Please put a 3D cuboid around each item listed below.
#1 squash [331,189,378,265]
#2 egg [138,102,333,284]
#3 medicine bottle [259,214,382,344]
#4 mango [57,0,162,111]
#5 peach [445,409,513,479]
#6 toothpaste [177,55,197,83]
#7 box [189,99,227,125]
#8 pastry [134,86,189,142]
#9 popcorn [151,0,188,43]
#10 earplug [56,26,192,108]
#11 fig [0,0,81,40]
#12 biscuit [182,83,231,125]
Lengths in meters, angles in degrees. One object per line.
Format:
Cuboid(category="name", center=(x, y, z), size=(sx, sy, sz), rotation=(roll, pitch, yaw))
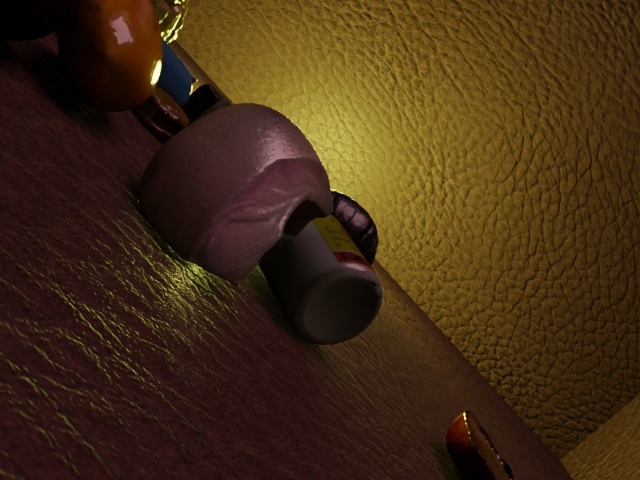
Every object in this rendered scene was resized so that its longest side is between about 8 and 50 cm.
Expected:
Cuboid(category="squash", center=(0.002, -0.004, 1.292), size=(0.193, 0.193, 0.156), rotation=(49, 38, 10))
Cuboid(category="egg", center=(-0.095, -0.085, 0.916), size=(0.206, 0.161, 0.271), rotation=(37, 18, 13))
Cuboid(category="medicine bottle", center=(-0.013, 0.035, 1.095), size=(0.139, 0.139, 0.225), rotation=(43, 8, -40))
Cuboid(category="mango", center=(-0.275, -0.256, 0.992), size=(0.138, 0.187, 0.257), rotation=(6, 31, -19))
Cuboid(category="peach", center=(0.264, 0.377, 1.239), size=(0.189, 0.068, 0.279), rotation=(60, 9, 27))
Cuboid(category="toothpaste", center=(-0.366, -0.368, 1.398), size=(0.067, 0.081, 0.336), rotation=(52, 11, 32))
Cuboid(category="box", center=(-0.181, -0.163, 1.315), size=(0.036, 0.115, 0.177), rotation=(44, 6, -47))
Cuboid(category="pastry", center=(-0.271, -0.215, 1.284), size=(0.109, 0.057, 0.097), rotation=(48, 7, 12))
Cuboid(category="popcorn", center=(-0.391, -0.518, 1.516), size=(0.237, 0.293, 0.293), rotation=(13, 31, -47))
Cuboid(category="earplug", center=(-0.320, -0.318, 1.312), size=(0.132, 0.132, 0.273), rotation=(51, 3, 30))
Cuboid(category="fig", center=(-0.352, -0.331, 0.813), size=(0.235, 0.214, 0.235), rotation=(56, -17, 26))
Cuboid(category="biscuit", center=(-0.162, -0.187, 1.648), size=(0.388, 0.107, 0.073), rotation=(42, 11, -44))
